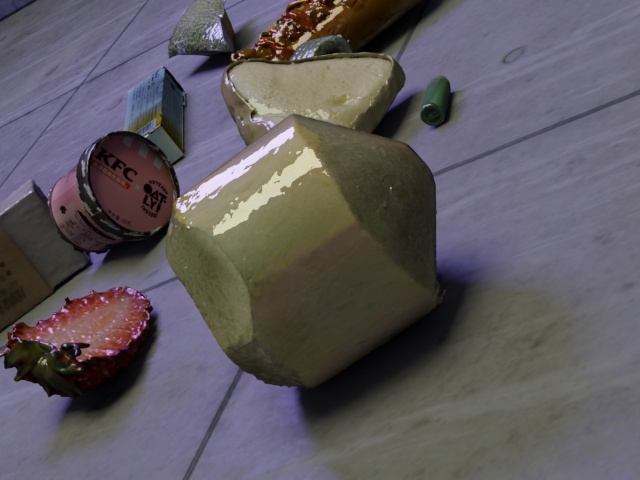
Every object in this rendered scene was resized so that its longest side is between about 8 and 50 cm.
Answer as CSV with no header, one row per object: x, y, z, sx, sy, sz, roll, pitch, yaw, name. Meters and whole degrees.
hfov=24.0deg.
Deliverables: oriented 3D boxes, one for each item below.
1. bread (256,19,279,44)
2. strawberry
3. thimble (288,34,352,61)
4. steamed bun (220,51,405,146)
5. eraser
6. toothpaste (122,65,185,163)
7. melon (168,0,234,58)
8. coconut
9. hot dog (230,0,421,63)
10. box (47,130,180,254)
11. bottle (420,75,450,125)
-0.069,-0.308,2.360,0.081,0.046,0.083,-49,26,-14,bread
-0.263,0.127,1.767,0.167,0.087,0.208,10,21,36,strawberry
0.003,-0.226,2.029,0.062,0.084,0.110,0,64,52,thimble
-0.016,-0.138,1.850,0.231,0.110,0.212,-1,39,9,steamed bun
-0.503,0.069,2.131,0.343,0.144,0.078,-35,20,2,eraser
-0.266,-0.191,2.392,0.089,0.071,0.313,-35,22,10,toothpaste
-0.200,-0.346,2.579,0.139,0.093,0.202,-30,31,11,melon
0.000,0.000,1.407,0.244,0.239,0.239,-36,22,10,coconut
0.007,-0.312,2.144,0.349,0.117,0.158,-38,11,-1,hot dog
-0.292,-0.057,2.070,0.135,0.151,0.151,-27,22,43,box
0.138,-0.168,1.795,0.030,0.030,0.083,-26,24,25,bottle
